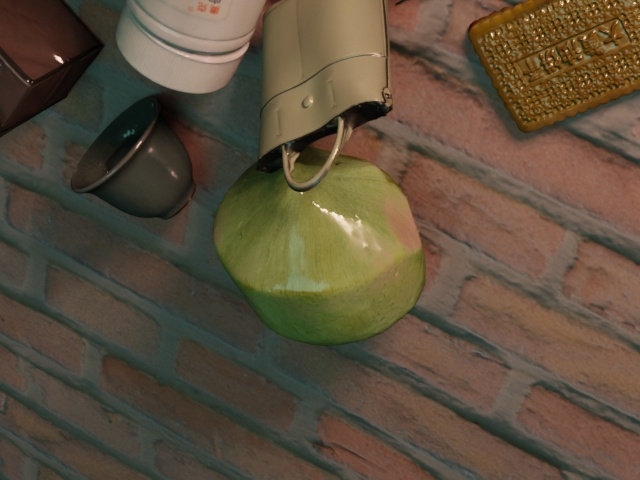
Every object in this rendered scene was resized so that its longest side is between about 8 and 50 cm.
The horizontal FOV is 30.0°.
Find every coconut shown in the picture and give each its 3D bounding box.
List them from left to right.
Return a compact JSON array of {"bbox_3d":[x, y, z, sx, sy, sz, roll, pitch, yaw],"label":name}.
[{"bbox_3d":[0.000,0.000,1.744,0.328,0.281,0.328,45,167,14],"label":"coconut"}]

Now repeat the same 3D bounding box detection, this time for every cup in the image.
[{"bbox_3d":[-0.278,-0.110,1.921,0.199,0.199,0.150,-24,124,39],"label":"cup"}]

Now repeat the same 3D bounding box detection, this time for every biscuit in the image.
[{"bbox_3d":[0.325,-0.248,1.553,0.254,0.029,0.172,-20,109,39],"label":"biscuit"}]

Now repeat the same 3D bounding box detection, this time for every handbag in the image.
[{"bbox_3d":[0.007,-0.198,1.600,0.109,0.315,0.241,22,146,-40],"label":"handbag"}]

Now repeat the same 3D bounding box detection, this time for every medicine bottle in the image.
[{"bbox_3d":[-0.157,-0.380,1.642,0.190,0.190,0.332,33,131,8],"label":"medicine bottle"}]

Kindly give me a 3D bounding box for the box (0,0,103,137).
[{"bbox_3d":[-0.508,-0.327,1.893,0.252,0.188,0.153,50,134,-4],"label":"box"}]

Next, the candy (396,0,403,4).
[{"bbox_3d":[0.131,-0.337,1.616,0.083,0.025,0.023,-17,68,46],"label":"candy"}]
